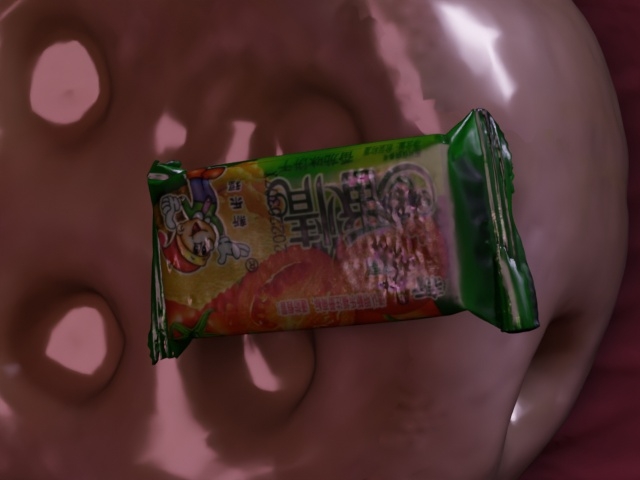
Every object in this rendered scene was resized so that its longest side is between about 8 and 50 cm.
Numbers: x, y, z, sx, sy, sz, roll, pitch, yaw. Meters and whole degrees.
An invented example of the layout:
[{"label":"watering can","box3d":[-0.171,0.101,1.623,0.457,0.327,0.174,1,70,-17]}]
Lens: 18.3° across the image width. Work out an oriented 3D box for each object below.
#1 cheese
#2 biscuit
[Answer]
[{"label":"cheese","box3d":[-0.034,-0.019,0.508,0.218,0.117,0.235,-21,78,25]},{"label":"biscuit","box3d":[0.000,0.000,0.418,0.089,0.016,0.046,-6,92,26]}]
